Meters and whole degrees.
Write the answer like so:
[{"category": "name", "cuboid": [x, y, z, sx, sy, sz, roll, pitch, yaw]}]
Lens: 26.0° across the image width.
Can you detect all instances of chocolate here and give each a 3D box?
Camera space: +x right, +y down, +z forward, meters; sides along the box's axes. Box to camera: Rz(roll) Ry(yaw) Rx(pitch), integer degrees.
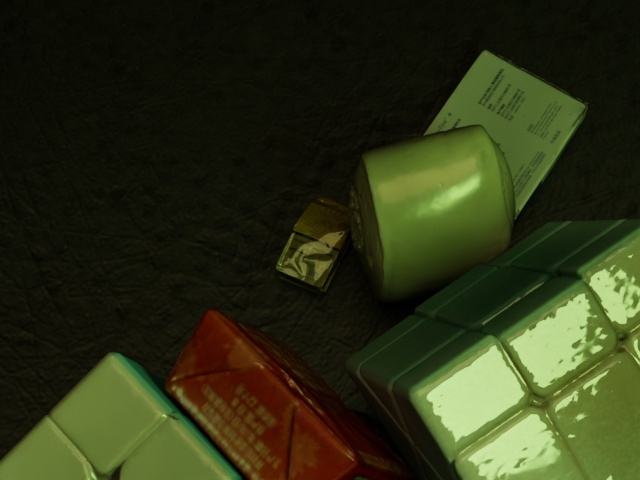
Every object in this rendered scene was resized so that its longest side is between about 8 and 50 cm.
[{"category": "chocolate", "cuboid": [-0.031, 0.200, 1.469, 0.108, 0.237, 0.235, -48, 66, 1]}]

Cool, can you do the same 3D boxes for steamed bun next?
[{"category": "steamed bun", "cuboid": [0.139, -0.019, 1.670, 0.200, 0.250, 0.154, -11, 65, -4]}]

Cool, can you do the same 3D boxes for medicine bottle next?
[{"category": "medicine bottle", "cuboid": [0.232, -0.137, 1.827, 0.171, 0.052, 0.201, 30, 72, 14]}]

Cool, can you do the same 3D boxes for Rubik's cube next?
[{"category": "Rubik's cube", "cuboid": [-0.188, 0.337, 1.484, 0.292, 0.290, 0.291, 42, 86, 19]}, {"category": "Rubik's cube", "cuboid": [0.260, 0.185, 1.484, 0.316, 0.322, 0.318, -33, 96, -10]}]

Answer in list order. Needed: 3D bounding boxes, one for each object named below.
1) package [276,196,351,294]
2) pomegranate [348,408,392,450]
[{"category": "package", "cuboid": [0.000, 0.000, 1.779, 0.071, 0.047, 0.131, 23, 71, 15]}, {"category": "pomegranate", "cuboid": [0.028, 0.258, 1.624, 0.130, 0.130, 0.130, -1, 67, 2]}]
